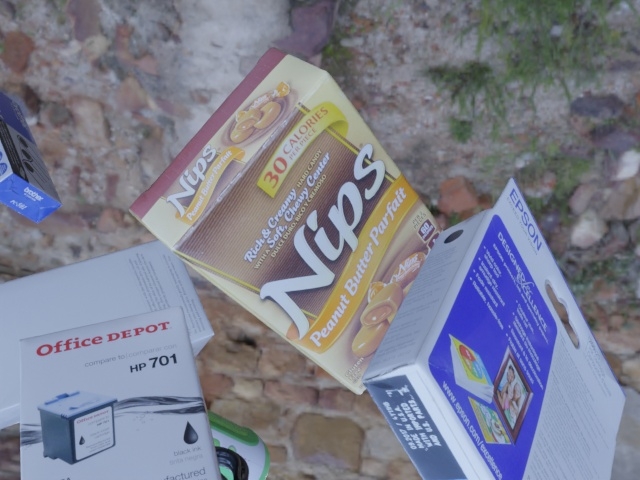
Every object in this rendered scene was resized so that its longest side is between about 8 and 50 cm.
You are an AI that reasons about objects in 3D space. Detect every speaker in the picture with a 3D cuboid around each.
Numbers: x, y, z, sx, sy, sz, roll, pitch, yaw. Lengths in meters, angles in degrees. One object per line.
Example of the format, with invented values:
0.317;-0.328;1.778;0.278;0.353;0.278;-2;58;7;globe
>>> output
-0.212;0.326;1.206;0.131;0.131;0.296;-11;145;34;speaker

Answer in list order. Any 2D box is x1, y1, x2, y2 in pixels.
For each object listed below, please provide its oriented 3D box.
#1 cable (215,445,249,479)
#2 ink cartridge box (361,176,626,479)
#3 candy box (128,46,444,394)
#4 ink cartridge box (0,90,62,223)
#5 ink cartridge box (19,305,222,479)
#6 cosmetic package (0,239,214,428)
-0.088;0.319;0.841;0.140;0.072;0.287;1;-173;-37;cable
0.124;0.095;0.469;0.045;0.208;0.206;-19;110;38;ink cartridge box
0.000;0.000;0.693;0.087;0.183;0.316;35;173;42;candy box
-0.416;-0.126;0.981;0.046;0.207;0.097;-35;151;3;ink cartridge box
-0.157;0.158;0.586;0.140;0.190;0.082;-12;139;-12;ink cartridge box
-0.384;0.145;1.201;0.366;0.197;0.155;-16;164;-28;cosmetic package
